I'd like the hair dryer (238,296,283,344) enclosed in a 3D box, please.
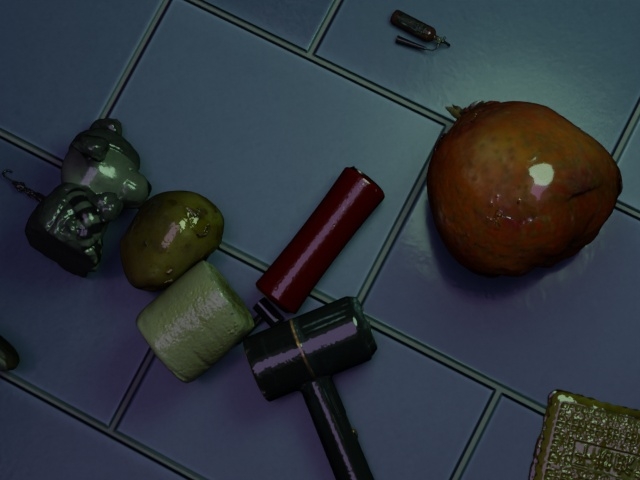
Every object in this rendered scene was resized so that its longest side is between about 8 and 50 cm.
[{"bbox_3d":[-0.101,0.132,1.842,0.083,0.026,0.047,-44,80,1],"label":"hair dryer"}]

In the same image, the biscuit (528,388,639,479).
[{"bbox_3d":[0.444,0.329,1.771,0.254,0.029,0.172,13,83,6],"label":"biscuit"}]

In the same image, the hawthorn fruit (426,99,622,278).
[{"bbox_3d":[0.269,-0.093,1.743,0.276,0.276,0.307,-36,66,-2],"label":"hawthorn fruit"}]

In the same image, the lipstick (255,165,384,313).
[{"bbox_3d":[0.000,0.000,1.827,0.080,0.080,0.241,38,86,8],"label":"lipstick"}]

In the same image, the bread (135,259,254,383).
[{"bbox_3d":[-0.184,0.120,1.783,0.141,0.148,0.134,-40,96,3],"label":"bread"}]

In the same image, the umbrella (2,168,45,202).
[{"bbox_3d":[-0.459,-0.074,1.904,0.122,0.013,0.022,36,64,10],"label":"umbrella"}]

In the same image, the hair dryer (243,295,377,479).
[{"bbox_3d":[0.037,0.272,1.786,0.189,0.107,0.352,-23,89,2],"label":"hair dryer"}]

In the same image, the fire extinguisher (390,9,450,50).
[{"bbox_3d":[0.151,-0.322,1.886,0.100,0.032,0.046,31,74,14],"label":"fire extinguisher"}]

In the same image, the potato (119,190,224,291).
[{"bbox_3d":[-0.231,-0.003,1.820,0.176,0.137,0.137,-44,81,-12],"label":"potato"}]

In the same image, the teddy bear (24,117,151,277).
[{"bbox_3d":[-0.341,-0.075,1.818,0.144,0.171,0.251,25,81,0],"label":"teddy bear"}]

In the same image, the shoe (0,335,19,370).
[{"bbox_3d":[-0.590,0.143,1.841,0.275,0.103,0.098,24,85,13],"label":"shoe"}]
